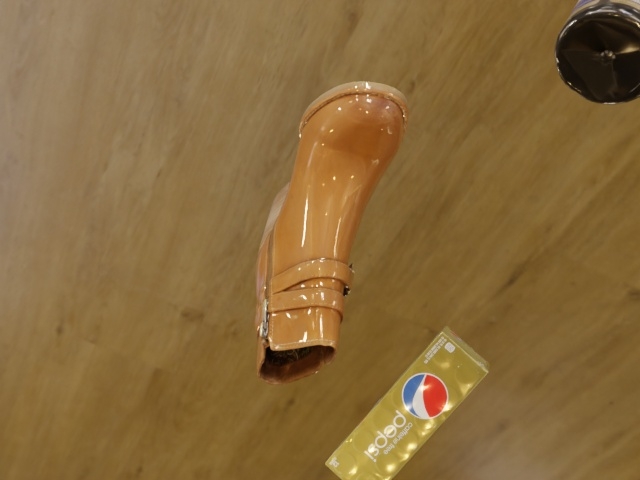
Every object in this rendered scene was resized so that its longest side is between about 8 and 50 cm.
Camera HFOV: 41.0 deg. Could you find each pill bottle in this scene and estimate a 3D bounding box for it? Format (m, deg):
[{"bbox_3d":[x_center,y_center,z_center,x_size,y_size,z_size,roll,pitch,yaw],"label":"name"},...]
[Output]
[{"bbox_3d":[0.368,-0.266,1.029,0.122,0.219,0.123,19,135,20],"label":"pill bottle"}]

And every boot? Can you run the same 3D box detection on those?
[{"bbox_3d":[0.000,0.000,0.836,0.109,0.220,0.283,20,143,-20],"label":"boot"}]

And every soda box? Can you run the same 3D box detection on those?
[{"bbox_3d":[0.088,0.175,0.864,0.061,0.058,0.181,41,99,9],"label":"soda box"}]
